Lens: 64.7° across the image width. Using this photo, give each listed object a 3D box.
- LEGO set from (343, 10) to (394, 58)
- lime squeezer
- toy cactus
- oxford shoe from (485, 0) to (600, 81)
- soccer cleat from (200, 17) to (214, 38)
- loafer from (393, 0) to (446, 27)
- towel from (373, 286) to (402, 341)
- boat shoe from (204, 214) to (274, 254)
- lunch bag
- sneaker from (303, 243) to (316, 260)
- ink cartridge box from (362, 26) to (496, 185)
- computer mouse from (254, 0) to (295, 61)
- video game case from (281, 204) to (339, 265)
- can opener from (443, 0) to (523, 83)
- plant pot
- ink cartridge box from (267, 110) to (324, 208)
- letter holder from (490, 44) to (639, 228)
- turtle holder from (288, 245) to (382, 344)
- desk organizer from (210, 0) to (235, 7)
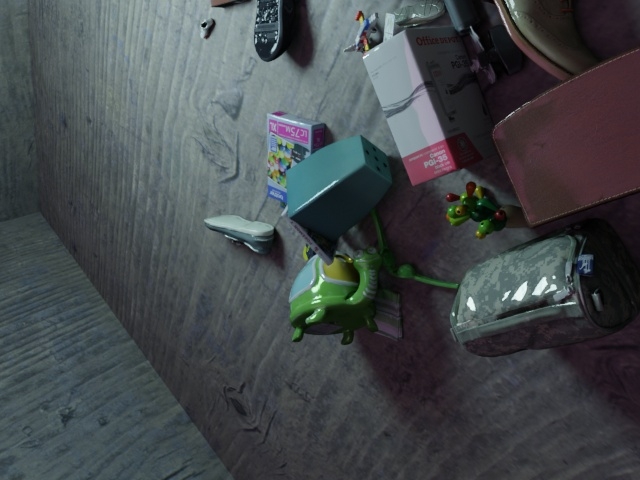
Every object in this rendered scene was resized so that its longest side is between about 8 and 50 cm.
[{"bbox_3d":[0.110,-0.491,1.114,0.182,0.060,0.244,-118,26,-58],"label":"LEGO set"},{"bbox_3d":[0.220,0.051,1.330,0.310,0.059,0.110,45,105,23],"label":"lime squeezer"},{"bbox_3d":[0.358,-0.065,1.062,0.181,0.219,0.112,7,101,0],"label":"toy cactus"},{"bbox_3d":[0.388,-0.411,0.876,0.348,0.123,0.130,55,132,10],"label":"oxford shoe"},{"bbox_3d":[-0.364,-0.666,1.584,0.083,0.036,0.029,-31,85,48],"label":"soccer cleat"},{"bbox_3d":[0.216,-0.485,1.084,0.125,0.039,0.045,8,81,40],"label":"loafer"},{"bbox_3d":[0.183,0.208,1.452,0.113,0.023,0.151,12,117,41],"label":"towel"},{"bbox_3d":[-0.290,-0.022,1.759,0.320,0.116,0.098,13,114,36],"label":"boat shoe"},{"bbox_3d":[0.429,0.111,0.978,0.305,0.256,0.212,-30,86,48],"label":"lunch bag"},{"bbox_3d":[0.000,0.000,1.523,0.144,0.059,0.053,-62,32,24],"label":"sneaker"},{"bbox_3d":[0.232,-0.277,1.030,0.117,0.207,0.282,-17,96,47],"label":"ink cartridge box"},{"bbox_3d":[-0.106,-0.609,1.331,0.189,0.072,0.272,23,112,39],"label":"computer mouse"},{"bbox_3d":[-0.020,-0.043,1.370,0.023,0.201,0.183,-37,104,21],"label":"video game case"},{"bbox_3d":[0.303,-0.442,0.999,0.093,0.074,0.280,-27,90,14],"label":"can opener"},{"bbox_3d":[0.053,-0.143,1.277,0.234,0.166,0.165,-33,46,33],"label":"plant pot"},{"bbox_3d":[-0.078,-0.209,1.494,0.186,0.065,0.310,25,126,37],"label":"ink cartridge box"},{"bbox_3d":[0.482,-0.181,0.868,0.302,0.152,0.214,-26,87,48],"label":"letter holder"},{"bbox_3d":[0.033,0.142,1.405,0.320,0.244,0.227,96,171,-61],"label":"turtle holder"},{"bbox_3d":[-0.265,-0.709,1.456,0.130,0.047,0.050,11,114,42],"label":"desk organizer"}]
